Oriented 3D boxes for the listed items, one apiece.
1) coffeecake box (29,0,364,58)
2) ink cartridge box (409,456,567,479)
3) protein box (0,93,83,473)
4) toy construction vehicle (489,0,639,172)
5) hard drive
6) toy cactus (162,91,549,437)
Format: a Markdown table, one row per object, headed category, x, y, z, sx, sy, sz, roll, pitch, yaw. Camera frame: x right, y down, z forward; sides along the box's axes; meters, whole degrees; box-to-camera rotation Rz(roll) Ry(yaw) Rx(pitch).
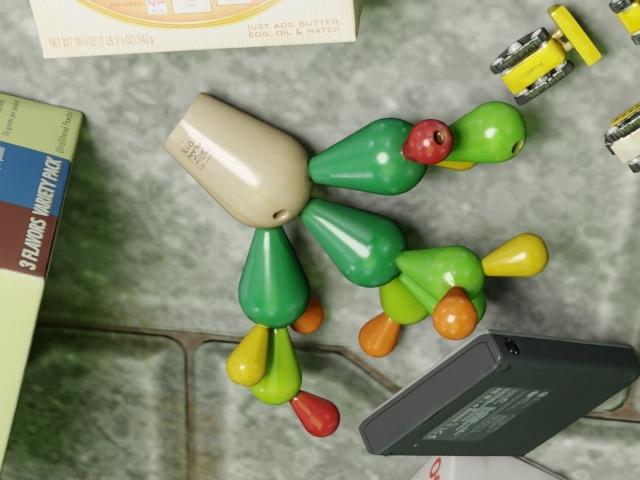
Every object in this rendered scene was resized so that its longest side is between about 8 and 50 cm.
| category | x | y | z | sx | sy | sz | roll | pitch | yaw |
| --- | --- | --- | --- | --- | --- | --- | --- | --- | --- |
| coffeecake box | -0.060 | -0.175 | 0.598 | 0.142 | 0.068 | 0.185 | -2 | 126 | 9 |
| ink cartridge box | 0.057 | 0.230 | 0.837 | 0.086 | 0.148 | 0.203 | 27 | 124 | -11 |
| protein box | -0.242 | 0.027 | 0.719 | 0.201 | 0.136 | 0.200 | 13 | 127 | -10 |
| toy construction vehicle | 0.142 | -0.083 | 0.669 | 0.098 | 0.035 | 0.086 | -37 | 104 | 26 |
| hard drive | 0.097 | 0.083 | 0.755 | 0.135 | 0.022 | 0.094 | 10 | 138 | -47 |
| toy cactus | 0.000 | 0.000 | 0.713 | 0.180 | 0.112 | 0.219 | 35 | 132 | -7 |
